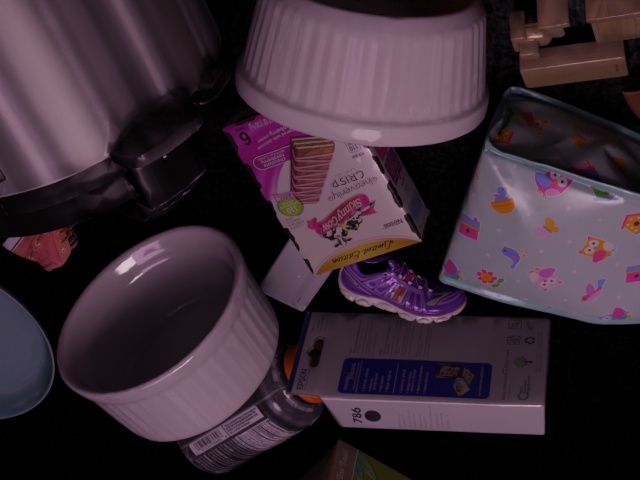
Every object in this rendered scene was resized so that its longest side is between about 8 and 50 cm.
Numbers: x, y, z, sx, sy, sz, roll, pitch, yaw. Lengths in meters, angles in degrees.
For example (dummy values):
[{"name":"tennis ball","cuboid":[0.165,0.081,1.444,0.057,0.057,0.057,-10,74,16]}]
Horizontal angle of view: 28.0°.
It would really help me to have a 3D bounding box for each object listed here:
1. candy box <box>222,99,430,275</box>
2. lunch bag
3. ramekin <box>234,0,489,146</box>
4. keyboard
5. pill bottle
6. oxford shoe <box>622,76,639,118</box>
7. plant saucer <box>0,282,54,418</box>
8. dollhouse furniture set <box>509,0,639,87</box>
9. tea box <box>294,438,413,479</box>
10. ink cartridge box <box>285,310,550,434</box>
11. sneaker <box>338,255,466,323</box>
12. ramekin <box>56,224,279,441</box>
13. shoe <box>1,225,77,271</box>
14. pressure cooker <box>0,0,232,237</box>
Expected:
[{"name":"candy box","cuboid":[0.010,-0.083,1.558,0.159,0.071,0.233,-19,118,26]},{"name":"lunch bag","cuboid":[0.297,-0.027,1.493,0.262,0.160,0.223,18,130,5]},{"name":"ramekin","cuboid":[0.049,-0.209,1.340,0.273,0.273,0.127,10,119,5]},{"name":"keyboard","cuboid":[0.000,0.000,1.680,0.072,0.014,0.256,30,129,-5]},{"name":"pill bottle","cuboid":[-0.084,0.226,1.805,0.246,0.130,0.130,-34,115,33]},{"name":"oxford shoe","cuboid":[0.416,-0.196,1.383,0.076,0.076,0.212,45,124,-10]},{"name":"plant saucer","cuboid":[-0.539,0.141,1.899,0.318,0.043,0.317,7,130,8]},{"name":"dollhouse furniture set","cuboid":[0.278,-0.259,1.391,0.144,0.123,0.151,-5,162,17]},{"name":"tea box","cuboid":[0.055,0.531,1.964,0.324,0.220,0.329,31,129,-12]},{"name":"ink cartridge box","cuboid":[0.132,0.170,1.687,0.333,0.165,0.065,2,130,12]},{"name":"sneaker","cuboid":[0.107,0.057,1.666,0.170,0.068,0.071,12,125,4]},{"name":"ramekin","cuboid":[-0.188,0.125,1.661,0.277,0.277,0.135,-17,131,25]},{"name":"shoe","cuboid":[-0.352,-0.025,1.709,0.081,0.063,0.178,33,134,-16]},{"name":"pressure cooker","cuboid":[-0.290,-0.204,1.347,0.376,0.370,0.420,-14,125,15]}]
